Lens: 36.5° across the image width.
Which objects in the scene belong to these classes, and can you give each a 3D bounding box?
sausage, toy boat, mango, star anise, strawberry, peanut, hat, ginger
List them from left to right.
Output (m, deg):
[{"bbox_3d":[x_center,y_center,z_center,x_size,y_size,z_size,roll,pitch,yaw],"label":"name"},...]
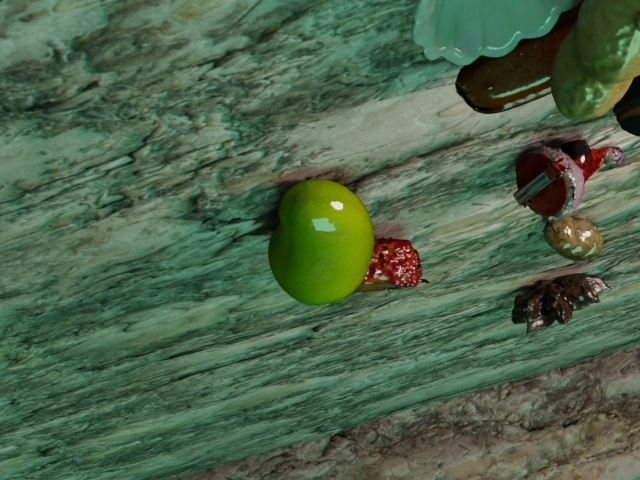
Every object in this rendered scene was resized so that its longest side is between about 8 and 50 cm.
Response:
[{"bbox_3d":[0.000,0.000,1.572,0.175,0.143,0.293,-8,148,-4],"label":"mango"},{"bbox_3d":[0.074,0.044,1.794,0.228,0.098,0.174,0,172,-8],"label":"strawberry"},{"bbox_3d":[0.194,-0.300,1.012,0.199,0.100,0.290,-8,158,-22],"label":"toy boat"},{"bbox_3d":[0.574,0.140,2.363,0.236,0.109,0.223,-27,-177,-10],"label":"star anise"},{"bbox_3d":[0.521,-0.003,2.005,0.104,0.080,0.204,-20,161,24],"label":"ginger"},{"bbox_3d":[0.435,-0.126,1.643,0.227,0.129,0.140,-24,147,-30],"label":"hat"},{"bbox_3d":[0.328,-0.252,1.227,0.330,0.102,0.102,-24,157,20],"label":"sausage"},{"bbox_3d":[0.322,-0.219,1.086,0.117,0.101,0.263,-52,174,-15],"label":"peanut"}]

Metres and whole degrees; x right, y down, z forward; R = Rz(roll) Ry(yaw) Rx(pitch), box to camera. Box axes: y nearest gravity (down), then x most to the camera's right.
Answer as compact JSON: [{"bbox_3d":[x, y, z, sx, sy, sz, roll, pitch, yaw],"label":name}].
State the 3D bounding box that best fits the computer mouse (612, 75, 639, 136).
[{"bbox_3d":[0.568,-0.241,1.410,0.183,0.116,0.323,-9,157,-30],"label":"computer mouse"}]
